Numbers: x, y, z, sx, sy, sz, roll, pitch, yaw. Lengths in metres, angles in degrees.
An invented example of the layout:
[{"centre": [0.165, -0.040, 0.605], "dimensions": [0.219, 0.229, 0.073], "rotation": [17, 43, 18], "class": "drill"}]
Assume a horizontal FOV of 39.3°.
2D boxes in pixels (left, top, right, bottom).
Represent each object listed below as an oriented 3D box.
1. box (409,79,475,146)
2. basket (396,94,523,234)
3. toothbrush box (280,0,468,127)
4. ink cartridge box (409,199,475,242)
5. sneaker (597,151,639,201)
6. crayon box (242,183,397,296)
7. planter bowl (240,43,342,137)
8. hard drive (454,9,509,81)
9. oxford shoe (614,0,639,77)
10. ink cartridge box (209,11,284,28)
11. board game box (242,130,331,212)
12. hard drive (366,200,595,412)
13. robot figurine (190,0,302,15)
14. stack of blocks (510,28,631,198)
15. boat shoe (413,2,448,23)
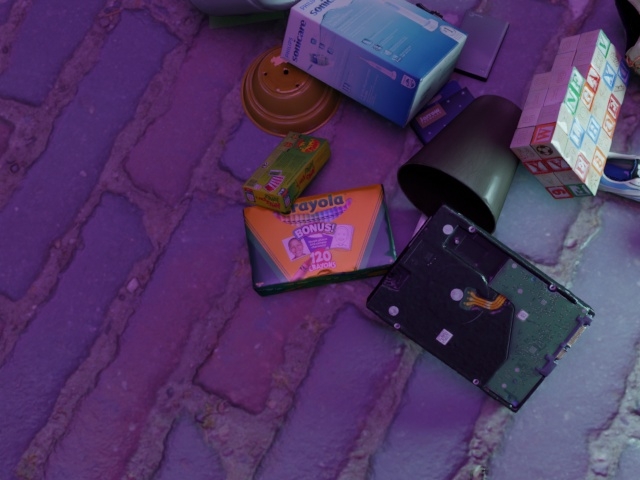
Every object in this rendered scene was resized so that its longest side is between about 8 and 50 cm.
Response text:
[{"centre": [0.275, -0.211, 1.793], "dimensions": [0.136, 0.036, 0.225], "rotation": [-32, 72, -3], "class": "box"}, {"centre": [0.284, -0.149, 1.655], "dimensions": [0.204, 0.154, 0.227], "rotation": [35, 62, 5], "class": "basket"}, {"centre": [0.104, -0.384, 1.765], "dimensions": [0.295, 0.126, 0.216], "rotation": [32, 48, 12], "class": "toothbrush box"}, {"centre": [0.223, 0.054, 1.701], "dimensions": [0.134, 0.078, 0.231], "rotation": [21, 78, 12], "class": "ink cartridge box"}, {"centre": [0.627, -0.113, 1.699], "dimensions": [0.237, 0.086, 0.085], "rotation": [14, 75, 9], "class": "sneaker"}, {"centre": [0.000, 0.000, 1.739], "dimensions": [0.278, 0.081, 0.165], "rotation": [-10, 73, 4], "class": "crayon box"}, {"centre": [-0.065, -0.327, 1.835], "dimensions": [0.217, 0.090, 0.217], "rotation": [-2, 75, 6], "class": "planter bowl"}, {"centre": [0.321, -0.403, 1.847], "dimensions": [0.094, 0.022, 0.135], "rotation": [21, 77, 12], "class": "hard drive"}, {"centre": [0.647, -0.326, 1.723], "dimensions": [0.130, 0.123, 0.348], "rotation": [-7, 73, -10], "class": "oxford shoe"}, {"centre": [-0.173, -0.586, 1.940], "dimensions": [0.171, 0.056, 0.235], "rotation": [-7, 72, 4], "class": "ink cartridge box"}, {"centre": [-0.064, -0.137, 1.757], "dimensions": [0.092, 0.043, 0.181], "rotation": [16, 50, 27], "class": "board game box"}, {"centre": [0.284, 0.119, 1.601], "dimensions": [0.339, 0.064, 0.237], "rotation": [35, 103, -2], "class": "hard drive"}, {"centre": [-0.142, -0.551, 1.771], "dimensions": [0.353, 0.300, 0.200], "rotation": [7, 107, 41], "class": "robot figurine"}, {"centre": [0.473, -0.249, 1.678], "dimensions": [0.087, 0.171, 0.297], "rotation": [-4, 55, 47], "class": "stack of blocks"}, {"centre": [0.239, -0.452, 1.851], "dimensions": [0.038, 0.046, 0.125], "rotation": [-39, 62, 4], "class": "boat shoe"}]
